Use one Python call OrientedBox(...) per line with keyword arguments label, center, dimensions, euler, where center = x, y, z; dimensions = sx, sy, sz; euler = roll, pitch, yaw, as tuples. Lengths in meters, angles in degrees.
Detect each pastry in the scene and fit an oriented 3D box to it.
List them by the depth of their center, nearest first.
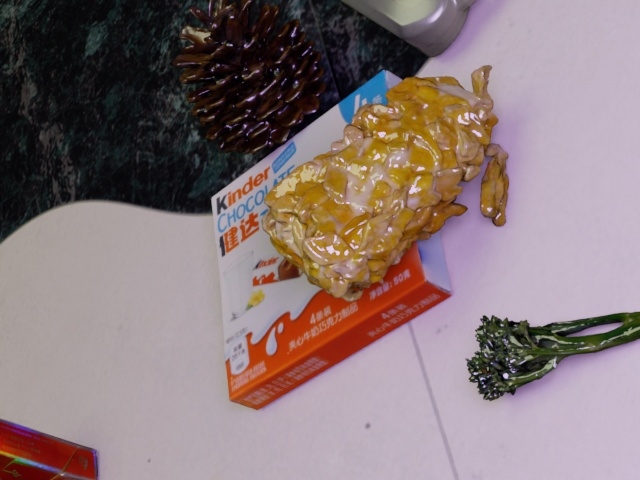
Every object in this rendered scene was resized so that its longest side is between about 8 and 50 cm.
OrientedBox(label="pastry", center=(0.073, -0.053, 1.218), dimensions=(0.250, 0.102, 0.154), euler=(-39, 58, -14))

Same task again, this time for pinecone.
OrientedBox(label="pinecone", center=(-0.083, -0.189, 1.457), dimensions=(0.163, 0.165, 0.163), euler=(-31, 23, 15))

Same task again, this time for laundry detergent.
OrientedBox(label="laundry detergent", center=(0.133, -0.322, 1.365), dimensions=(0.253, 0.091, 0.181), euler=(-57, 40, 9))

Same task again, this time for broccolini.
OrientedBox(label="broccolini", center=(0.205, 0.075, 1.094), dimensions=(0.201, 0.058, 0.074), euler=(-26, 59, 39))

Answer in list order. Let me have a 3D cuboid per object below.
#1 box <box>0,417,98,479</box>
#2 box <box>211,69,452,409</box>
OrientedBox(label="box", center=(-0.356, 0.257, 1.538), dimensions=(0.112, 0.175, 0.048), euler=(-35, 46, 33))
OrientedBox(label="box", center=(0.000, 0.000, 1.375), dimensions=(0.273, 0.048, 0.265), euler=(-35, 47, 32))
